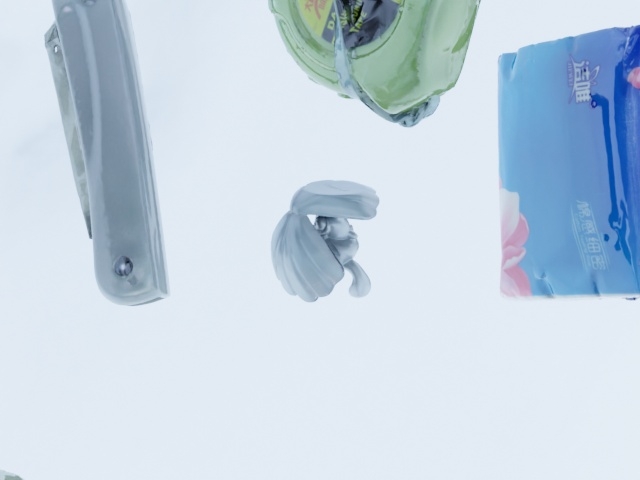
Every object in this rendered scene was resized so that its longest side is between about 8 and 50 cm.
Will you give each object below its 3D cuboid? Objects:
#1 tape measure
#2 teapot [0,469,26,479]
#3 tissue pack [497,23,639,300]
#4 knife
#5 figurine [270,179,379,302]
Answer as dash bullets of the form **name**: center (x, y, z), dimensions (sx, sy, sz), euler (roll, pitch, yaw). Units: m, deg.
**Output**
- **tape measure**: center (0.047, -0.192, 0.938), dimensions (0.106, 0.175, 0.200), euler (-23, 131, -52)
- **teapot**: center (-0.098, 0.110, 0.336), dimensions (0.067, 0.057, 0.083), euler (30, 93, -4)
- **tissue pack**: center (0.283, -0.072, 1.267), dimensions (0.137, 0.209, 0.270), euler (3, 86, -43)
- **knife**: center (-0.167, -0.079, 0.976), dimensions (0.040, 0.073, 0.266), euler (45, 32, -80)
- **figurine**: center (0.000, 0.000, 0.968), dimensions (0.082, 0.094, 0.086), euler (-14, 114, -39)
